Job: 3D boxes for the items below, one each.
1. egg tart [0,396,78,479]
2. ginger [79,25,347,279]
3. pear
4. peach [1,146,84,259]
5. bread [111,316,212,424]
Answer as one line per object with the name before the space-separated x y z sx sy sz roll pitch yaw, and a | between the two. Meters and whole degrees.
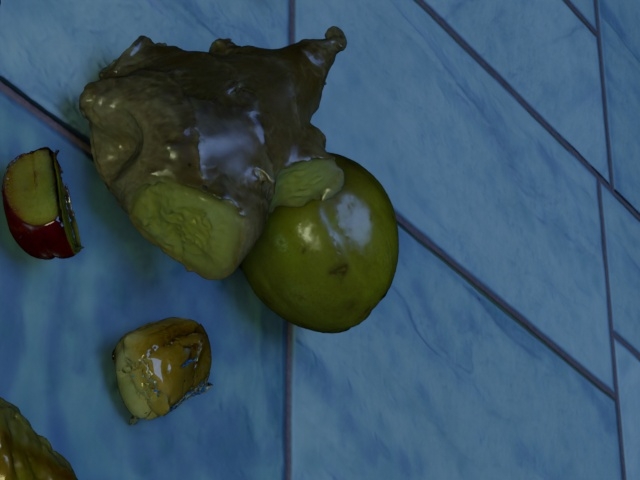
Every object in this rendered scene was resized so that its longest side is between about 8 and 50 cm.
egg tart | -0.226 0.251 1.228 0.341 0.129 0.341 39 40 -43
ginger | -0.077 -0.100 1.660 0.219 0.123 0.270 37 43 5
pear | 0.000 0.000 1.753 0.162 0.149 0.149 58 31 -14
peach | -0.212 -0.026 1.495 0.077 0.050 0.083 -69 147 -82
bread | -0.123 0.099 1.577 0.106 0.053 0.072 -24 98 -67
